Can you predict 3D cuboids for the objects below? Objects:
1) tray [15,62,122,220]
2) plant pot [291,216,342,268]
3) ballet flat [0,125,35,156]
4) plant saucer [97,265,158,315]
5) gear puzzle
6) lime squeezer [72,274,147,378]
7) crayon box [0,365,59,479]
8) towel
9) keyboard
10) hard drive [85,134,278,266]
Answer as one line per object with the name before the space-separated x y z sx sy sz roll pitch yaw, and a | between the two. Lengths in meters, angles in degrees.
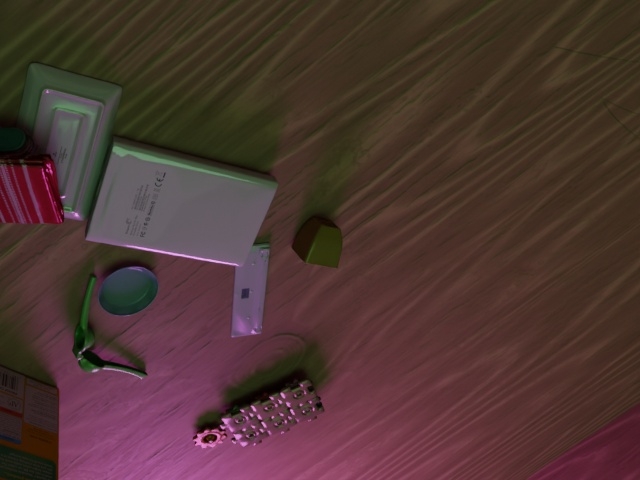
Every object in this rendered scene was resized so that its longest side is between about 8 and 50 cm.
tray | -0.434 -0.149 1.044 0.145 0.030 0.270 11 120 -28
plant pot | 0.000 0.000 1.309 0.081 0.081 0.083 11 109 -29
ballet flat | -0.557 -0.144 0.966 0.222 0.076 0.079 3 152 -12
plant saucer | -0.383 0.097 1.245 0.119 0.021 0.119 -18 130 -23
gear puzzle | -0.164 0.452 1.605 0.339 0.044 0.175 -23 132 -2
lime squeezer | -0.456 0.211 1.287 0.110 0.059 0.310 -18 129 -9
crayon box | -0.605 0.389 1.180 0.083 0.323 0.203 -43 129 11
towel | -0.552 -0.081 0.975 0.275 0.031 0.199 1 153 -14
keyboard | -0.155 0.114 1.372 0.072 0.014 0.256 -2 125 -15
hard drive | -0.257 -0.062 1.171 0.308 0.040 0.203 12 118 -28
